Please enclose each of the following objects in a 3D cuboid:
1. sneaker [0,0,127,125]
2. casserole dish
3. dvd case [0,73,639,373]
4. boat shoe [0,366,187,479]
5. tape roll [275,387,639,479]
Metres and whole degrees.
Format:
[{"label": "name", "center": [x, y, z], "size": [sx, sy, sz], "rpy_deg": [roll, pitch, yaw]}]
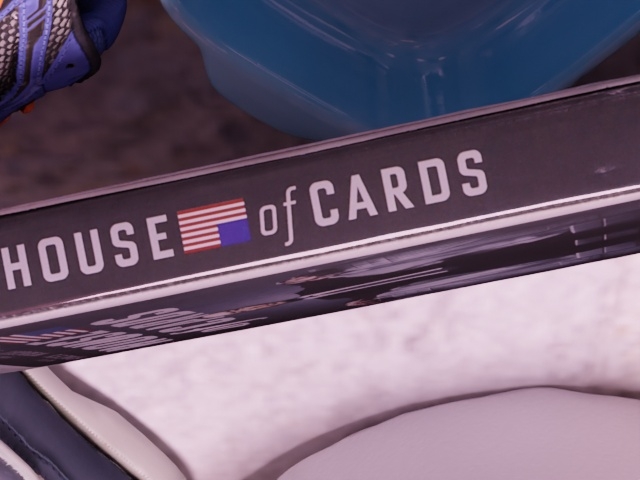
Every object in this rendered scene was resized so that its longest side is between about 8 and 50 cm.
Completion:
[{"label": "sneaker", "center": [-0.094, -0.050, 0.491], "size": [0.087, 0.083, 0.221], "rpy_deg": [3, 147, -25]}, {"label": "casserole dish", "center": [0.043, -0.092, 0.469], "size": [0.114, 0.037, 0.188], "rpy_deg": [29, 129, -30]}, {"label": "dvd case", "center": [0.000, 0.000, 0.507], "size": [0.238, 0.030, 0.179], "rpy_deg": [-12, 174, 7]}, {"label": "boat shoe", "center": [-0.136, 0.069, 0.627], "size": [0.095, 0.079, 0.254], "rpy_deg": [-21, 135, 25]}, {"label": "tape roll", "center": [0.080, 0.195, 0.698], "size": [0.286, 0.100, 0.286], "rpy_deg": [0, 120, 0]}]
